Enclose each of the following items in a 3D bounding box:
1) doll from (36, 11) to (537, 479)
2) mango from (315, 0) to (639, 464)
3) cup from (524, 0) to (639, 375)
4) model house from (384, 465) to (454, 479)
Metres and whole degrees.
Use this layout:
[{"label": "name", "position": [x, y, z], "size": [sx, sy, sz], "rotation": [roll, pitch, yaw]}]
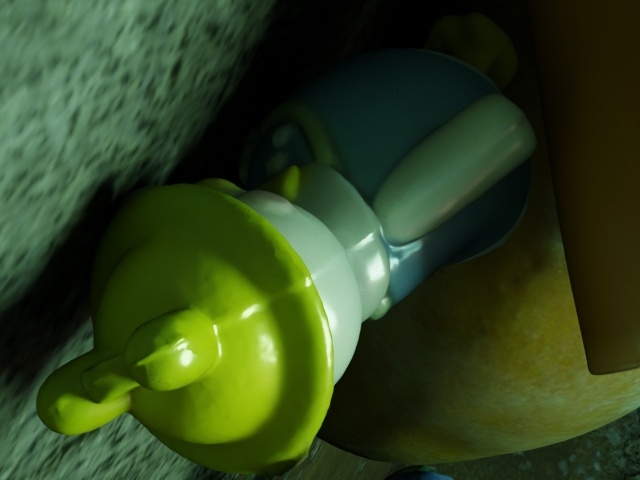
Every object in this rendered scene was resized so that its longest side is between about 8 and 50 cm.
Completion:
[{"label": "doll", "position": [0.000, -0.001, 0.516], "size": [0.241, 0.135, 0.098], "rotation": [-38, 129, -51]}, {"label": "mango", "position": [0.102, 0.001, 0.773], "size": [0.384, 0.199, 0.221], "rotation": [-52, -178, 43]}, {"label": "cup", "position": [0.163, -0.082, 0.547], "size": [0.182, 0.264, 0.226], "rotation": [-21, 173, 39]}, {"label": "model house", "position": [0.020, 0.226, 0.849], "size": [0.329, 0.295, 0.251], "rotation": [29, 73, -47]}]
